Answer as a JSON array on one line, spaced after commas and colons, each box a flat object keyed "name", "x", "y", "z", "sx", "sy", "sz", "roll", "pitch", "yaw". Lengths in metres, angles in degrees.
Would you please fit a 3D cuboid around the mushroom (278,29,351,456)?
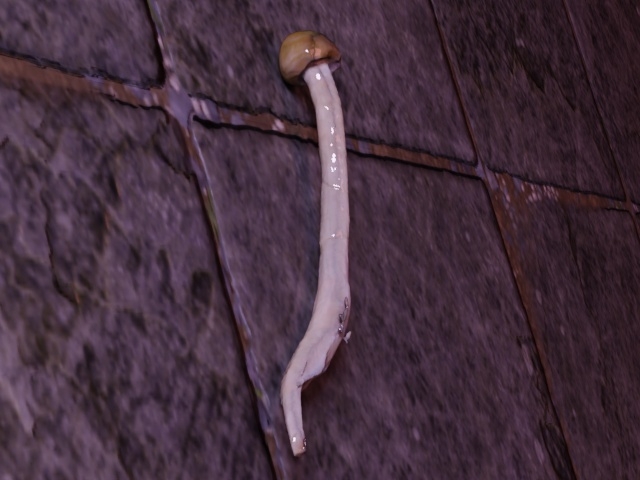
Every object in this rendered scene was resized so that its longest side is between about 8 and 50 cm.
[{"name": "mushroom", "x": -0.002, "y": 0.001, "z": 0.902, "sx": 0.068, "sy": 0.043, "sz": 0.306, "roll": 27, "pitch": 46, "yaw": -34}]
